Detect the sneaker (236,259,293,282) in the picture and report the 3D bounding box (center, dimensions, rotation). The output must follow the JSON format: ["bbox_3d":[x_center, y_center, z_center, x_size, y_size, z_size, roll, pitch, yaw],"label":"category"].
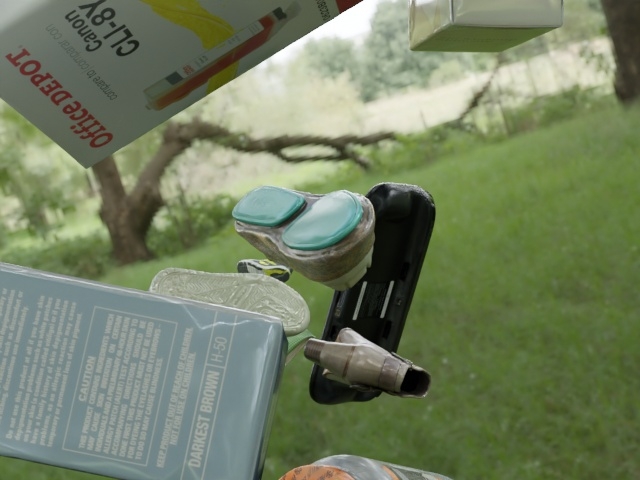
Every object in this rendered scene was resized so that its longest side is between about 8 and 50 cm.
[{"bbox_3d":[-0.076,0.041,1.648,0.083,0.031,0.035,10,23,20],"label":"sneaker"}]

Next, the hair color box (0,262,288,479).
[{"bbox_3d":[-0.214,0.074,0.762,0.374,0.114,0.185,12,-9,1],"label":"hair color box"}]

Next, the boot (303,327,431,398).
[{"bbox_3d":[0.043,0.097,0.892,0.087,0.042,0.118,16,2,25],"label":"boot"}]

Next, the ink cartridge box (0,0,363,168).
[{"bbox_3d":[-0.126,-0.256,1.027,0.384,0.160,0.279,-31,-18,1],"label":"ink cartridge box"}]

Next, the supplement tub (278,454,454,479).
[{"bbox_3d":[0.070,0.382,1.525,0.193,0.194,0.316,-15,-22,30],"label":"supplement tub"}]

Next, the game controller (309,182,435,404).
[{"bbox_3d":[0.072,0.076,1.626,0.067,0.319,0.166,24,12,42],"label":"game controller"}]

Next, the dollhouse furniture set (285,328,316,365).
[{"bbox_3d":[-0.087,0.121,1.222,0.152,0.058,0.076,-46,37,-13],"label":"dollhouse furniture set"}]

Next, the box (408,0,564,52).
[{"bbox_3d":[0.209,-0.322,1.550,0.148,0.121,0.311,0,3,-4],"label":"box"}]

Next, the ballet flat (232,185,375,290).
[{"bbox_3d":[0.000,0.000,1.340,0.107,0.106,0.316,-41,22,-10],"label":"ballet flat"}]

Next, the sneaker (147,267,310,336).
[{"bbox_3d":[-0.091,0.069,1.114,0.152,0.058,0.084,8,-26,-15],"label":"sneaker"}]
